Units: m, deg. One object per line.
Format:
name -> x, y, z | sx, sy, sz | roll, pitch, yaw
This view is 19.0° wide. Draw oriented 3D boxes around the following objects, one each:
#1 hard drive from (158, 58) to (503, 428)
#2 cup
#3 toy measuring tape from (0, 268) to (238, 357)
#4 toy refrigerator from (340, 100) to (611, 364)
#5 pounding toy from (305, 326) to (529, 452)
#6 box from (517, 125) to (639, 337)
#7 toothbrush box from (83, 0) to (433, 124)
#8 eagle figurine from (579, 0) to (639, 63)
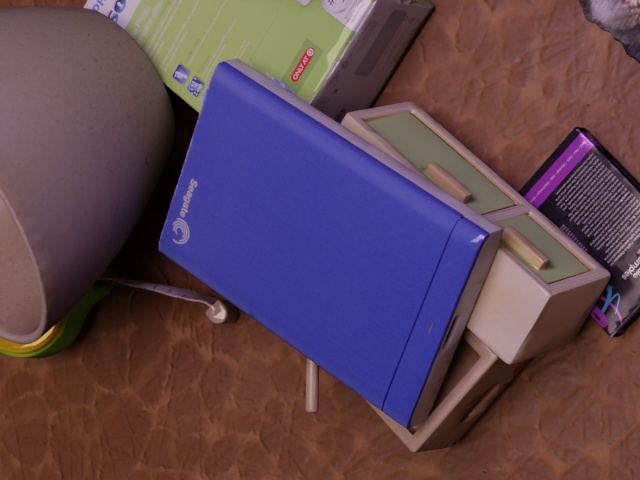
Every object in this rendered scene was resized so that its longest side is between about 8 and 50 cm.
hard drive -> 0.000, 0.000, 1.755 | 0.319, 0.040, 0.210 | 34, 120, 26
cup -> -0.284, -0.100, 1.873 | 0.331, 0.237, 0.331 | 39, 150, 27
toy measuring tape -> -0.249, 0.082, 1.998 | 0.330, 0.121, 0.121 | 13, 96, 19
toy refrigerator -> 0.128, -0.015, 1.752 | 0.269, 0.102, 0.094 | 44, 126, 27
pounding toy -> 0.066, 0.102, 1.819 | 0.206, 0.094, 0.181 | 47, 111, 23
box -> 0.254, -0.008, 1.749 | 0.116, 0.029, 0.162 | -49, 66, 21
toothbrush box -> -0.065, -0.228, 1.881 | 0.283, 0.122, 0.206 | 39, 109, 23
eagle figurine -> 0.311, -0.266, 1.631 | 0.225, 0.226, 0.298 | -47, 61, -1
